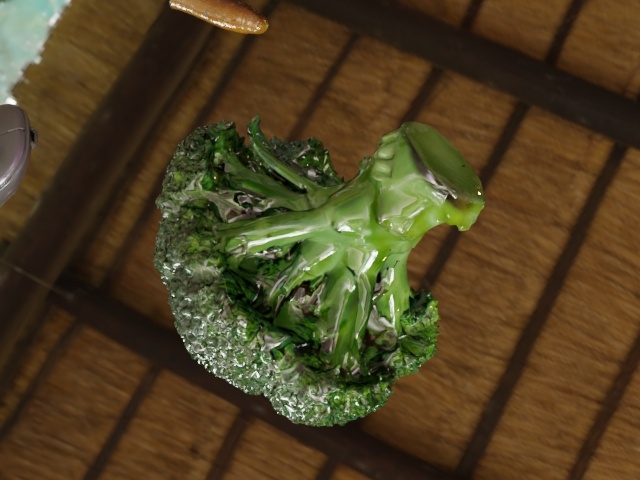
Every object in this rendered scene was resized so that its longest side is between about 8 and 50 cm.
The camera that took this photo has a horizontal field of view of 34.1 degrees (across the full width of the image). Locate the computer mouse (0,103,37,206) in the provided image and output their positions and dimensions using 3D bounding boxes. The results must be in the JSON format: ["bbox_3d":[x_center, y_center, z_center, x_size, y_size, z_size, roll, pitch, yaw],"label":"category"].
[{"bbox_3d":[-0.383,-0.052,1.101,0.232,0.057,0.120,-36,-132,30],"label":"computer mouse"}]

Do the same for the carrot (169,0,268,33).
[{"bbox_3d":[-0.127,-0.293,1.327,0.139,0.048,0.048,27,-98,21],"label":"carrot"}]

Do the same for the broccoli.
[{"bbox_3d":[0.000,0.000,0.916,0.297,0.297,0.297,-42,-144,29],"label":"broccoli"}]
